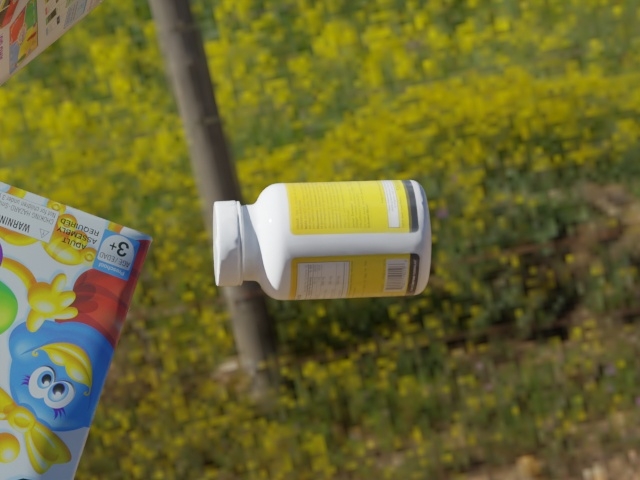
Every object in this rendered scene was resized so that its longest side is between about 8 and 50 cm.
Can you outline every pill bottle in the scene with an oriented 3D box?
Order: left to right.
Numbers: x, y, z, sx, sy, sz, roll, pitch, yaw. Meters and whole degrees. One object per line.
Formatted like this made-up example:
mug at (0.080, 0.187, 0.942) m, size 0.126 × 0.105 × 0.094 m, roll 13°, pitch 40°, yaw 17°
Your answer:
pill bottle at (0.000, 0.000, 1.579) m, size 0.184 × 0.103 × 0.103 m, roll -1°, pitch 11°, yaw -6°

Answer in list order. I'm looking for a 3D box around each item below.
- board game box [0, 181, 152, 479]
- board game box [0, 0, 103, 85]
board game box at (-0.217, 0.118, 1.063) m, size 0.142 × 0.275 × 0.144 m, roll 20°, pitch -27°, yaw -10°
board game box at (-0.323, -0.254, 1.854) m, size 0.316 × 0.064 × 0.242 m, roll -46°, pitch -8°, yaw -33°
